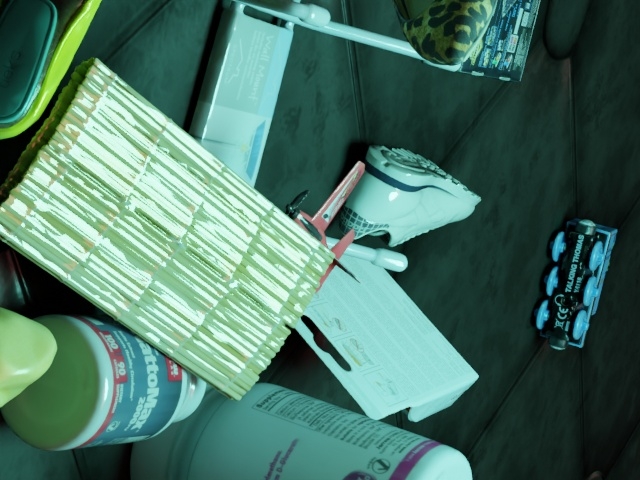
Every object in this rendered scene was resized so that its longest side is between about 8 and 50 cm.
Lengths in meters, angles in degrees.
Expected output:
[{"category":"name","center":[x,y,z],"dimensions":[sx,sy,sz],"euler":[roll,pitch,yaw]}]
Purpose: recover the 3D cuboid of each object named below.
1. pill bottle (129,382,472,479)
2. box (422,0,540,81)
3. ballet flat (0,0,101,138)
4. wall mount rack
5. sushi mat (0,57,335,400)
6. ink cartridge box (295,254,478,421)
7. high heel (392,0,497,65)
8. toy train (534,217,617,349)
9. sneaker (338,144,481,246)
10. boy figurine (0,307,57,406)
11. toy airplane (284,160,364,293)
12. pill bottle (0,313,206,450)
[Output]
[{"category":"pill bottle","center":[-0.021,0.223,1.649],"dimensions":[0.160,0.283,0.160],"euler":[-40,138,-48]},{"category":"box","center":[0.195,-0.290,2.020],"dimensions":[0.175,0.051,0.220],"euler":[-2,108,-62]},{"category":"ballet flat","center":[-0.195,-0.178,1.333],"dimensions":[0.077,0.077,0.231],"euler":[74,39,-81]},{"category":"wall mount rack","center":[-0.010,-0.097,1.654],"dimensions":[0.304,0.130,0.350],"euler":[6,100,-63]},{"category":"sushi mat","center":[-0.119,0.000,1.435],"dimensions":[0.316,0.019,0.151],"euler":[40,81,-42]},{"category":"ink cartridge box","center":[0.034,0.101,1.794],"dimensions":[0.066,0.189,0.232],"euler":[-50,162,29]},{"category":"high heel","center":[0.064,-0.261,1.612],"dimensions":[0.186,0.093,0.261],"euler":[42,23,-24]},{"category":"toy train","center":[0.351,0.058,2.498],"dimensions":[0.105,0.080,0.184],"euler":[-15,118,-66]},{"category":"sneaker","center":[0.092,-0.041,1.955],"dimensions":[0.235,0.090,0.095],"euler":[9,110,-60]},{"category":"boy figurine","center":[-0.296,0.123,1.280],"dimensions":[0.285,0.092,0.177],"euler":[-46,143,-43]},{"category":"toy airplane","center":[0.000,0.000,1.578],"dimensions":[0.151,0.028,0.151],"euler":[-34,138,-37]},{"category":"pill bottle","center":[-0.172,0.114,1.492],"dimensions":[0.180,0.108,0.108],"euler":[4,102,-63]}]
